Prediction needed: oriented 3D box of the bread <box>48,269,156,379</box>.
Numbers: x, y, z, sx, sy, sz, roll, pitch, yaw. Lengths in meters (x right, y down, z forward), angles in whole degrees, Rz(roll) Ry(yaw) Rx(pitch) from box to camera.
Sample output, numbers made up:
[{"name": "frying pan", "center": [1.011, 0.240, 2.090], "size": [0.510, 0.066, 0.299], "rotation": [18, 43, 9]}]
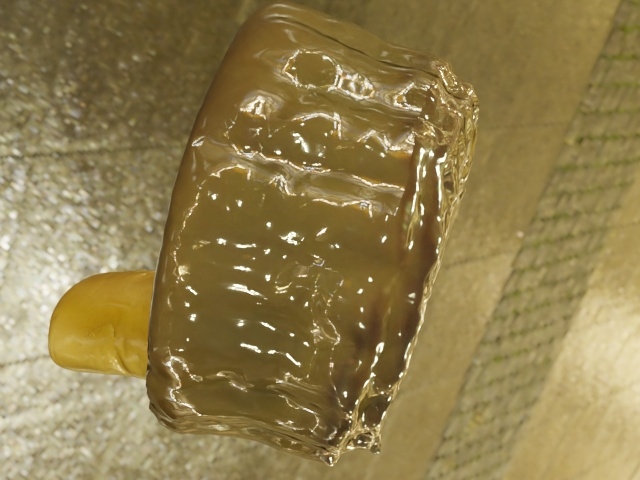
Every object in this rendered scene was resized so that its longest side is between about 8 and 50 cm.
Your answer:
[{"name": "bread", "center": [-0.137, 0.080, 1.304], "size": [0.142, 0.305, 0.091], "rotation": [-27, 113, -49]}]

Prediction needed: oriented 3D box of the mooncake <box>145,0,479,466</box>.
[{"name": "mooncake", "center": [-0.001, -0.001, 0.978], "size": [0.324, 0.187, 0.324], "rotation": [16, 90, -85]}]
